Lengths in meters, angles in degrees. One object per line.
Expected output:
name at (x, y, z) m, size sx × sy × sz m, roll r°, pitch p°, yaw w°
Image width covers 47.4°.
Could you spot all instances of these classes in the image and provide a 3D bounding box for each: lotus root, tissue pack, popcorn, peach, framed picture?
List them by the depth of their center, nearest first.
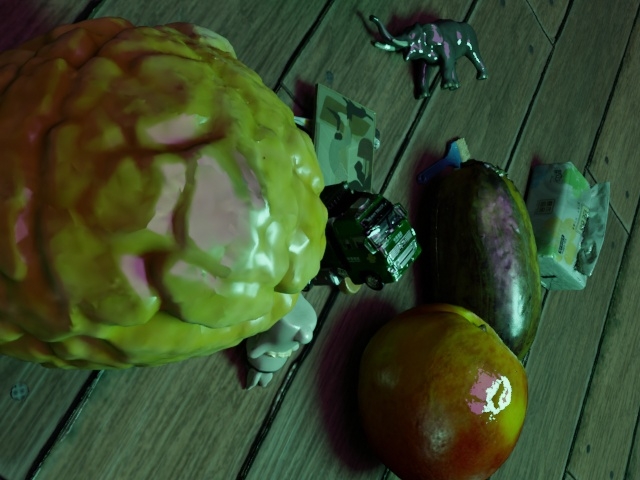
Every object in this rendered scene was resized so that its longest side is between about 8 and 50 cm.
popcorn at (-0.186, -0.044, 0.723) m, size 0.389 × 0.353 × 0.345 m, roll -12°, pitch 103°, yaw -41°
peach at (0.178, 0.239, 1.118) m, size 0.238 × 0.280 × 0.281 m, roll -22°, pitch 104°, yaw -82°
framed picture at (0.034, -0.126, 1.124) m, size 0.135 × 0.010 × 0.201 m, roll 17°, pitch 72°, yaw -44°
lotus root at (0.294, 0.055, 1.278) m, size 0.195 × 0.179 × 0.398 m, roll 0°, pitch 86°, yaw -42°
tissue pack at (0.521, -0.030, 1.525) m, size 0.159 × 0.145 × 0.230 m, roll 35°, pitch 63°, yaw -35°

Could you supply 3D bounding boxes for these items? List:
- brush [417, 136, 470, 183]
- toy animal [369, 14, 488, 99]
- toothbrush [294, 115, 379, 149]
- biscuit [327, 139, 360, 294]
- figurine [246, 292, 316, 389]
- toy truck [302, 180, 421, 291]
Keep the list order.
brush at (0.228, -0.143, 1.348) m, size 0.164 × 0.014 × 0.051 m, roll -34°, pitch 108°, yaw -39°
toy animal at (0.194, -0.326, 1.291) m, size 0.269 × 0.082 × 0.137 m, roll -11°, pitch 91°, yaw -40°
toothbrush at (0.007, -0.173, 1.133) m, size 0.262 × 0.026 × 0.022 m, roll 8°, pitch 87°, yaw -43°
biscuit at (0.025, -0.040, 1.131) m, size 0.144 × 0.040 × 0.237 m, roll 21°, pitch 67°, yaw -48°
figurine at (-0.065, 0.130, 0.998) m, size 0.081 × 0.146 × 0.098 m, roll 15°, pitch 44°, yaw -29°
toy truck at (0.000, 0.000, 0.949) m, size 0.088 × 0.259 × 0.121 m, roll -47°, pitch 118°, yaw -36°
